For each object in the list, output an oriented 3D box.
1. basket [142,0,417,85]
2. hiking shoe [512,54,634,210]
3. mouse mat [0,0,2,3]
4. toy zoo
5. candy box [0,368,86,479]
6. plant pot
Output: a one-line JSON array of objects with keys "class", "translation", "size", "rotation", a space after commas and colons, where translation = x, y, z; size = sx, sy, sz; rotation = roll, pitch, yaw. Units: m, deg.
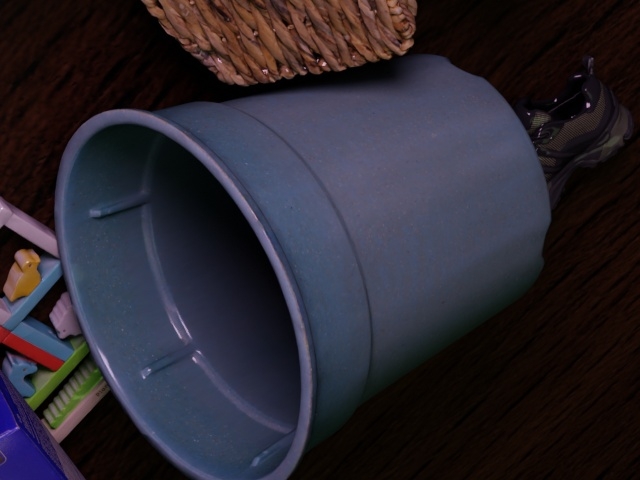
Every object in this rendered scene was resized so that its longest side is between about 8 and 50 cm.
[{"class": "basket", "translation": [-0.054, -0.303, 1.421], "size": [0.214, 0.223, 0.299], "rotation": [-10, 138, 15]}, {"class": "hiking shoe", "translation": [0.208, -0.090, 1.800], "size": [0.227, 0.086, 0.114], "rotation": [-43, 124, -6]}, {"class": "mouse mat", "translation": [-0.340, -0.183, 1.380], "size": [0.189, 0.007, 0.153], "rotation": [-47, 137, 5]}, {"class": "toy zoo", "translation": [-0.288, 0.074, 1.607], "size": [0.192, 0.030, 0.293], "rotation": [-47, 136, 7]}, {"class": "candy box", "translation": [-0.347, 0.283, 1.645], "size": [0.268, 0.122, 0.317], "rotation": [-29, 138, -4]}, {"class": "plant pot", "translation": [0.000, 0.000, 1.544], "size": [0.334, 0.341, 0.341], "rotation": [-25, 136, -36]}]
